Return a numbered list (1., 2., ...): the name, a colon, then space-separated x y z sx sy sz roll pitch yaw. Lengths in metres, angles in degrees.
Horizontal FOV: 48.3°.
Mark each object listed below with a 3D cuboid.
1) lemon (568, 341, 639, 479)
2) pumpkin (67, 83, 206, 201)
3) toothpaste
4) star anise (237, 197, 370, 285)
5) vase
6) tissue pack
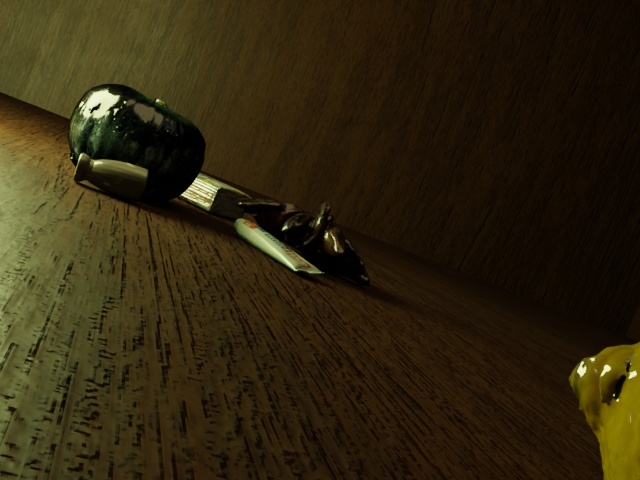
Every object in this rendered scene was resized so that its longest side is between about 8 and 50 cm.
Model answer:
1. lemon: 0.247 0.118 0.344 0.256 0.188 0.188 23 4 36
2. pumpkin: -0.304 -0.163 1.193 0.233 0.163 0.233 24 5 -2
3. toothpaste: -0.073 0.011 1.102 0.052 0.033 0.218 9 15 -38
4. star anise: -0.015 -0.021 1.214 0.272 0.103 0.272 31 -1 1
5. vase: -0.312 -0.095 1.061 0.100 0.053 0.053 17 6 -20
6. tissue pack: -0.229 -0.097 1.425 0.148 0.060 0.108 26 4 31
